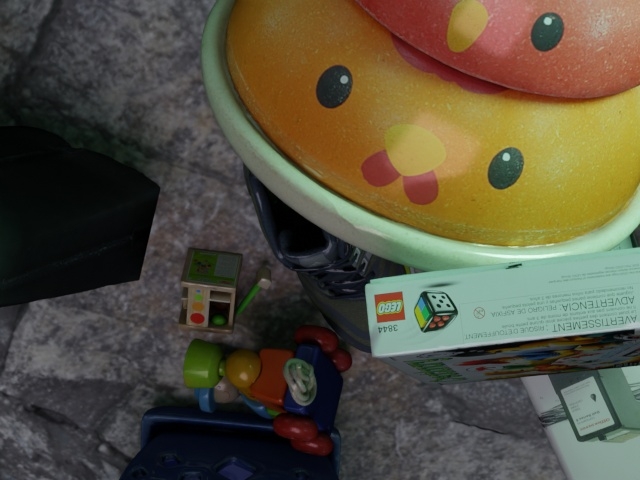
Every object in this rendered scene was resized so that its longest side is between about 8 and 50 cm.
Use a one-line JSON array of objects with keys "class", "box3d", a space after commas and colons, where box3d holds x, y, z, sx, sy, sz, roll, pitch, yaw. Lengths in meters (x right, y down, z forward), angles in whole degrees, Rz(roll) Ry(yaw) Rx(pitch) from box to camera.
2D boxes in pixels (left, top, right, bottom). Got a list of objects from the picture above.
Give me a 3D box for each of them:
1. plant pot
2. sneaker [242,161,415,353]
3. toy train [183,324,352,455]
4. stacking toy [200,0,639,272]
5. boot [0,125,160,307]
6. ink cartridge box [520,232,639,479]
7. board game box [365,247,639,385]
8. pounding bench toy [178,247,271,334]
[{"class": "plant pot", "box3d": [-0.089, 0.300, 1.556, 0.236, 0.212, 0.236, 6, 127, 1]}, {"class": "sneaker", "box3d": [0.000, 0.000, 1.376, 0.111, 0.121, 0.300, -18, 124, 19]}, {"class": "toy train", "box3d": [-0.063, 0.121, 1.433, 0.143, 0.105, 0.248, 10, 166, 13]}, {"class": "stacking toy", "box3d": [0.136, -0.242, 1.020, 0.351, 0.350, 0.480, 16, 131, -6]}, {"class": "boot", "box3d": [-0.383, -0.049, 1.216, 0.367, 0.445, 0.146, 35, 117, 17]}, {"class": "ink cartridge box", "box3d": [0.228, 0.062, 1.353, 0.115, 0.198, 0.273, -17, 124, 16]}, {"class": "board game box", "box3d": [0.150, 0.059, 1.080, 0.193, 0.053, 0.305, -7, 170, 10]}, {"class": "pounding bench toy", "box3d": [-0.089, 0.053, 1.468, 0.083, 0.052, 0.065, 7, 128, 0]}]
